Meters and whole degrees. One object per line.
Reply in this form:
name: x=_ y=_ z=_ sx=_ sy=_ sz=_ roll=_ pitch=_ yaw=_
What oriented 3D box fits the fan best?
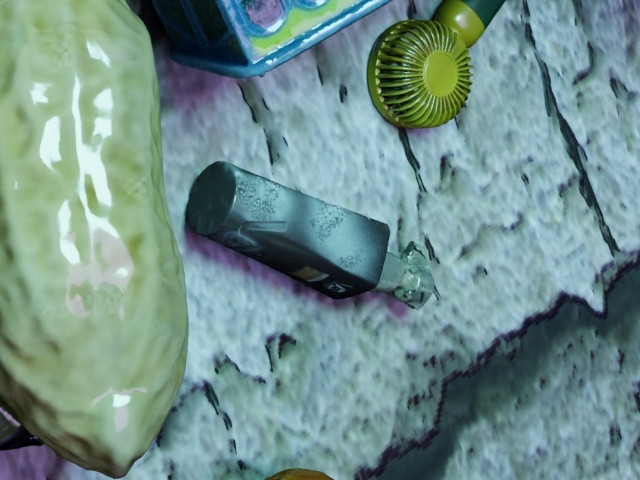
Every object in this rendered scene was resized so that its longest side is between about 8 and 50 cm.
fan: x=0.097 y=-0.153 z=1.428 sx=0.082 sy=0.039 sz=0.155 roll=47 pitch=66 yaw=-29

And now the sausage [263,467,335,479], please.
sausage: x=0.045 y=0.295 z=1.392 sx=0.097 sy=0.094 sz=0.348 roll=-41 pitch=119 yaw=-12

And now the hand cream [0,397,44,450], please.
hand cream: x=-0.246 y=0.037 z=1.187 sx=0.086 sy=0.055 sz=0.235 roll=-44 pitch=110 yaw=-30

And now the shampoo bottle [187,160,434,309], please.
shampoo bottle: x=0.001 y=0.000 z=1.358 sx=0.207 sy=0.057 sz=0.064 roll=24 pitch=72 yaw=-37

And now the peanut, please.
peanut: x=-0.158 y=-0.013 z=1.165 sx=0.140 sy=0.153 sz=0.325 roll=-7 pitch=86 yaw=-26

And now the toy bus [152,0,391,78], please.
toy bus: x=0.018 y=-0.255 z=1.258 sx=0.312 sy=0.152 sz=0.190 roll=-32 pitch=112 yaw=-17
